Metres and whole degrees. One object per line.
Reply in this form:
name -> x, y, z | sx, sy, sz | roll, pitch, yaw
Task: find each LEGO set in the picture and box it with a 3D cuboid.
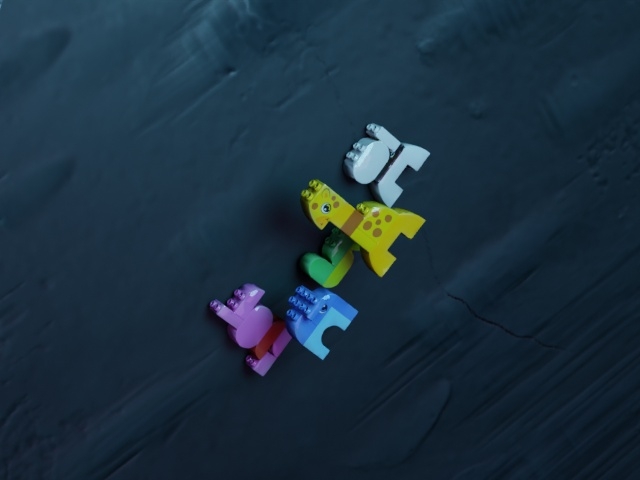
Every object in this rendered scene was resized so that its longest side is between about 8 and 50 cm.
LEGO set -> 0.000, 0.000, 1.106 | 0.093, 0.087, 0.227 | 39, 86, -29

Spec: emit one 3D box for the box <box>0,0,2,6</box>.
box -> -0.271, -0.314, 0.847 | 0.242, 0.076, 0.307 | 19, 79, -29
